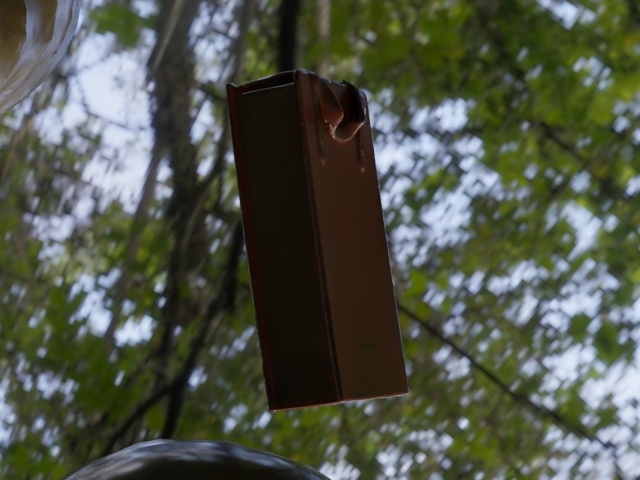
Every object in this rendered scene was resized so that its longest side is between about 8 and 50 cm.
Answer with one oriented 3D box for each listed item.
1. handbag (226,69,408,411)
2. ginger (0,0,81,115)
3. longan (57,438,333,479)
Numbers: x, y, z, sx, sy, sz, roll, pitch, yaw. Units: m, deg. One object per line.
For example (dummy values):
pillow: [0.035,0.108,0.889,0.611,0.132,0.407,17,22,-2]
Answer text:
handbag: [0.000,0.000,1.110,0.063,0.127,0.190,-10,-96,19]
ginger: [-0.188,-0.149,1.098,0.166,0.375,0.236,40,-91,-20]
longan: [-0.069,0.336,1.309,0.404,0.336,0.404,16,-111,-46]
